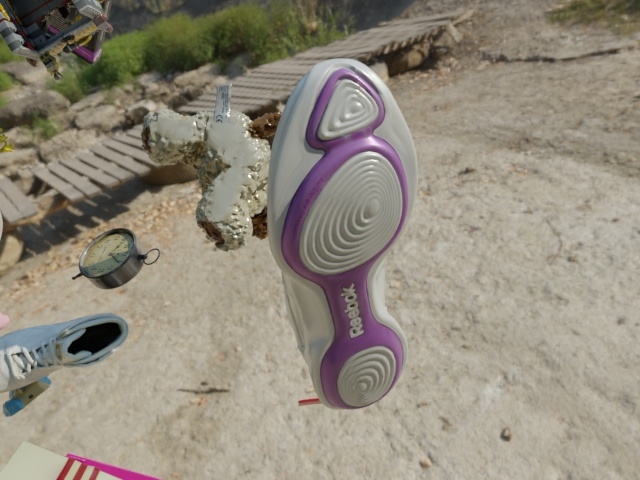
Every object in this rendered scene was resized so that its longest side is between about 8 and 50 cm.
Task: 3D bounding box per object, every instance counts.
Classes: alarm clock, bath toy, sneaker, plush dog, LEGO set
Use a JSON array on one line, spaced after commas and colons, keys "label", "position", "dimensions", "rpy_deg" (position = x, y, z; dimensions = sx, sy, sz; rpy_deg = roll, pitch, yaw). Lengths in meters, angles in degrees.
[{"label": "alarm clock", "position": [-0.410, 0.039, 1.127], "dimensions": [0.191, 0.064, 0.129], "rpy_deg": [-4, 50, 22]}, {"label": "bath toy", "position": [-0.713, 0.197, 1.141], "dimensions": [0.151, 0.348, 0.129], "rpy_deg": [-21, 16, 33]}, {"label": "sneaker", "position": [0.000, 0.000, 0.457], "dimensions": [0.114, 0.305, 0.152], "rpy_deg": [-13, 35, -16]}, {"label": "sneaker", "position": [-0.497, 0.198, 0.992], "dimensions": [0.292, 0.108, 0.169], "rpy_deg": [-21, 1, -27]}, {"label": "plush dog", "position": [-0.148, -0.119, 0.928], "dimensions": [0.210, 0.262, 0.225], "rpy_deg": [-36, -8, -10]}, {"label": "LEGO set", "position": [-0.366, -0.252, 0.645], "dimensions": [0.331, 0.192, 0.255], "rpy_deg": [-30, 9, -3]}]

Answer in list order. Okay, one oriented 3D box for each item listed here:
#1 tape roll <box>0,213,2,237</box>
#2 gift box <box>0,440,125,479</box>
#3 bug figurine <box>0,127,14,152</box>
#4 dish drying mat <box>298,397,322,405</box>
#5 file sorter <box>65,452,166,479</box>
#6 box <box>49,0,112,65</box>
[{"label": "tape roll", "position": [-0.897, 0.028, 1.198], "dimensions": [0.072, 0.392, 0.392], "rpy_deg": [36, 45, 9]}, {"label": "gift box", "position": [-0.426, 0.508, 0.798], "dimensions": [0.255, 0.277, 0.258], "rpy_deg": [23, 5, -11]}, {"label": "bug figurine", "position": [-0.633, -0.181, 0.859], "dimensions": [0.072, 0.216, 0.279], "rpy_deg": [-26, 18, 22]}, {"label": "dish drying mat", "position": [0.004, 0.269, 0.920], "dimensions": [0.083, 0.032, 0.008], "rpy_deg": [-5, 63, -4]}, {"label": "file sorter", "position": [-0.539, 0.679, 1.379], "dimensions": [0.182, 0.290, 0.202], "rpy_deg": [-36, 34, 60]}, {"label": "box", "position": [-0.394, -0.378, 0.866], "dimensions": [0.116, 0.162, 0.029], "rpy_deg": [32, 45, -7]}]
